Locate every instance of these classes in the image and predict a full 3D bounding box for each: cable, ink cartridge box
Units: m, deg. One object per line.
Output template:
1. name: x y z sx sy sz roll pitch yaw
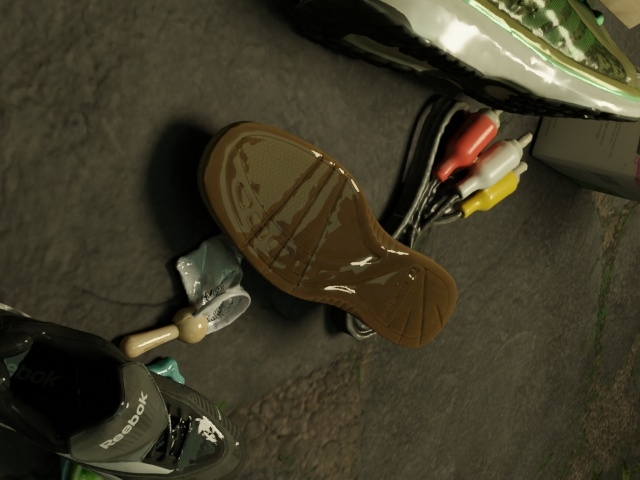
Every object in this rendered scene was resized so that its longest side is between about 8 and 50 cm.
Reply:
1. cable: 0.110 -0.031 0.794 0.287 0.072 0.139 -50 133 -22
2. ink cartridge box: 0.466 -0.096 0.957 0.207 0.354 0.119 15 95 -52

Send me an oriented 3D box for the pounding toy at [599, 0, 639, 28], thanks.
1. pounding toy: 0.251 -0.277 0.650 0.130 0.100 0.141 14 57 -48

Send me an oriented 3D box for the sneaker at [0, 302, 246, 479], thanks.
1. sneaker: -0.127 0.110 0.494 0.234 0.106 0.078 36 70 -32

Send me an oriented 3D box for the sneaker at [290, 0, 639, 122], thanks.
1. sneaker: 0.176 -0.210 0.677 0.411 0.158 0.181 10 97 -39

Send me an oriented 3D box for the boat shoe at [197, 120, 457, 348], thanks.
1. boat shoe: 0.000 0.000 0.657 0.104 0.089 0.285 -52 127 -4

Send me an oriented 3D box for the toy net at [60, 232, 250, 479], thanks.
1. toy net: -0.107 0.104 0.618 0.232 0.045 0.122 -58 140 -15
